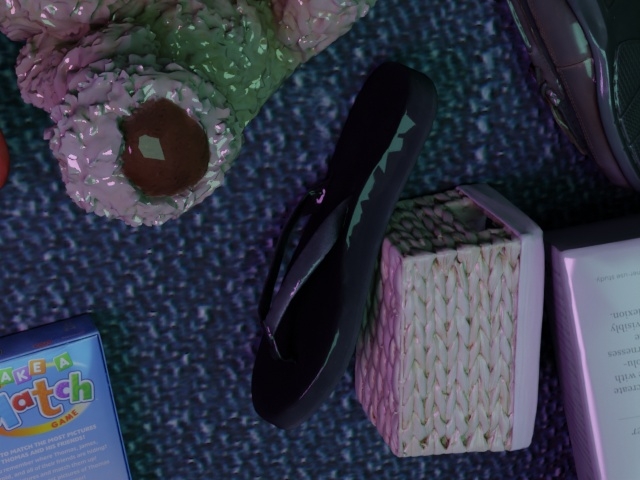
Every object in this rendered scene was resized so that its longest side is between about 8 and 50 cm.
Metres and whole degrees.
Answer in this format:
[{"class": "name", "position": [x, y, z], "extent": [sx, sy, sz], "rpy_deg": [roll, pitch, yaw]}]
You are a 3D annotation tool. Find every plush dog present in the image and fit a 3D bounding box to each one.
[{"class": "plush dog", "position": [-0.119, -0.150, 0.802], "extent": [0.225, 0.210, 0.262], "rpy_deg": [45, 67, -13]}]

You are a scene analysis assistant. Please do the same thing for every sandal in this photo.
[{"class": "sandal", "position": [0.000, -0.001, 0.937], "extent": [0.054, 0.097, 0.254], "rpy_deg": [18, 92, -28]}]

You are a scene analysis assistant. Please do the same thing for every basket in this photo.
[{"class": "basket", "position": [0.085, 0.056, 0.979], "extent": [0.103, 0.113, 0.167], "rpy_deg": [-5, 112, -15]}]

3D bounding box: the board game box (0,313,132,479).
[{"class": "board game box", "position": [-0.208, 0.169, 0.947], "extent": [0.160, 0.039, 0.211], "rpy_deg": [-15, 116, -16]}]

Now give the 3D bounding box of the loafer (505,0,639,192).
[{"class": "loafer", "position": [0.174, -0.148, 0.964], "extent": [0.096, 0.084, 0.267], "rpy_deg": [-50, 129, -33]}]

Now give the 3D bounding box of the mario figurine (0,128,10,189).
[{"class": "mario figurine", "position": [-0.324, -0.004, 0.751], "extent": [0.320, 0.198, 0.170], "rpy_deg": [-15, 102, -11]}]

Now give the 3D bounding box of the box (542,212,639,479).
[{"class": "box", "position": [0.289, 0.147, 0.971], "extent": [0.215, 0.168, 0.345], "rpy_deg": [-10, 94, 4]}]
